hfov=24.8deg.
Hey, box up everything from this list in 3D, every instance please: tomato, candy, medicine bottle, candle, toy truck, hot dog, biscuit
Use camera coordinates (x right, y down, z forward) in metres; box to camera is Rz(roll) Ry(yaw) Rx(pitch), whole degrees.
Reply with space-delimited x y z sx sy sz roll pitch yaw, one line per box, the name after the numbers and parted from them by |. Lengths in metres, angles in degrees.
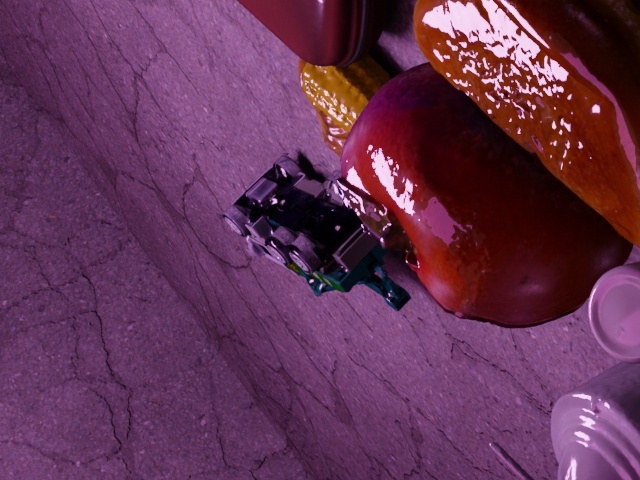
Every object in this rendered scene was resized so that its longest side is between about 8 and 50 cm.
0.190 -0.091 1.549 0.335 0.289 0.176 51 158 26 | tomato
0.065 -0.186 1.985 0.199 0.106 0.094 45 -160 22 | candy
0.365 0.054 1.392 0.095 0.260 0.095 7 99 45 | medicine bottle
0.375 0.212 1.506 0.221 0.342 0.221 49 156 31 | candle
-0.005 -0.006 2.351 0.363 0.176 0.178 28 158 53 | toy truck
0.259 -0.185 1.375 0.405 0.185 0.223 46 158 30 | hot dog
0.021 -0.193 2.146 0.118 0.061 0.183 16 135 60 | biscuit

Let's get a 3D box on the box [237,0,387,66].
-0.064 -0.402 1.921 0.404 0.108 0.263 45 152 30 | box
